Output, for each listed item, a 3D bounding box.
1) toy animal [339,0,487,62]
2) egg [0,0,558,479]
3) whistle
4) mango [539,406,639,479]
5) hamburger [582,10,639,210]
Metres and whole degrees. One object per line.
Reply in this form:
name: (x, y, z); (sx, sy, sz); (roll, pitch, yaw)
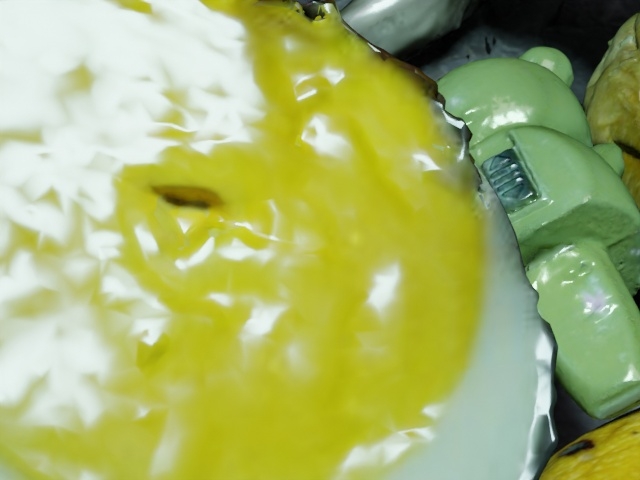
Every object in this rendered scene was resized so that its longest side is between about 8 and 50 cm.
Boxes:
toy animal: (0.151, -0.230, 0.902); (0.344, 0.194, 0.303); (-13, 14, 31)
egg: (-0.086, 0.050, 0.677); (0.337, 0.201, 0.337); (3, 74, -10)
whistle: (0.100, -0.008, 0.757); (0.105, 0.085, 0.227); (-29, 46, 7)
mango: (0.159, 0.140, 0.666); (0.262, 0.109, 0.157); (-19, 38, -23)
hamburger: (0.241, -0.027, 0.810); (0.211, 0.132, 0.309); (-16, 50, -18)
